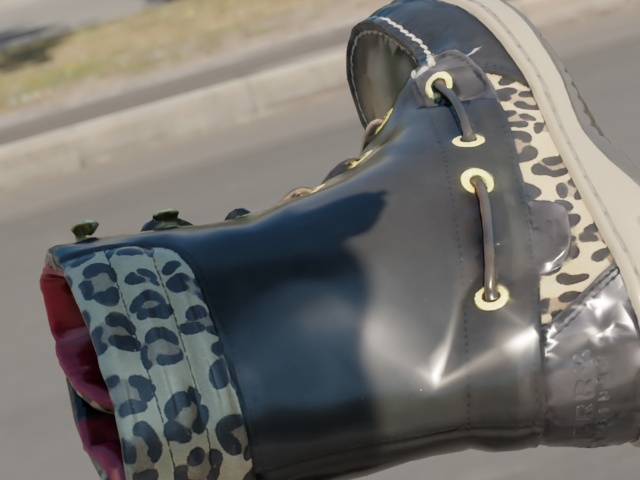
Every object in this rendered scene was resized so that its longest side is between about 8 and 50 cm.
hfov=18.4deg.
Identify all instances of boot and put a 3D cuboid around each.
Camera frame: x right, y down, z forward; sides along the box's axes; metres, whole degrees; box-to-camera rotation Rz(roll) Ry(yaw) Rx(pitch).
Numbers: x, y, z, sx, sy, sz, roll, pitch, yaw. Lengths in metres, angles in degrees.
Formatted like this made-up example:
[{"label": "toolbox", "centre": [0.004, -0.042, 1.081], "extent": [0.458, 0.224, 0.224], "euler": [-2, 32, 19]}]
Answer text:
[{"label": "boot", "centre": [0.000, 0.000, 1.000], "extent": [0.284, 0.138, 0.377], "euler": [-13, 38, -13]}]
